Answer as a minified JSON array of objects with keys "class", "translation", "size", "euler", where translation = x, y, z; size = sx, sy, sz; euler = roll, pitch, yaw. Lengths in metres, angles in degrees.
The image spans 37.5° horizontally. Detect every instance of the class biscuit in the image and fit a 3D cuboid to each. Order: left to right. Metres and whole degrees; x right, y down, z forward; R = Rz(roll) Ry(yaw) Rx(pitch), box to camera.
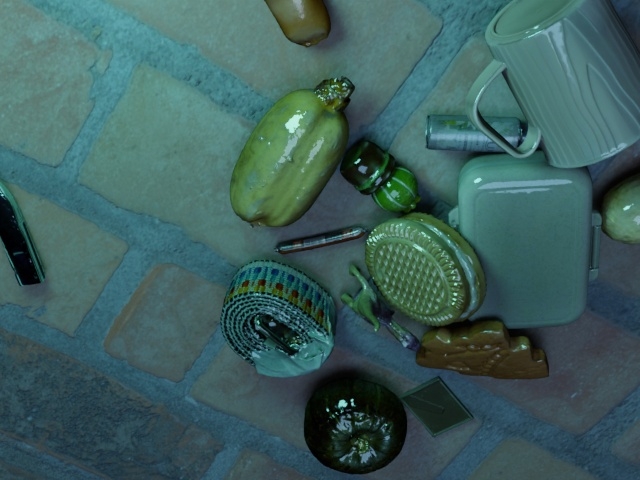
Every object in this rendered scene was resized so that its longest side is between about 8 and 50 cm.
[{"class":"biscuit","translation":[0.201,0.059,1.835],"size":[0.259,0.079,0.259],"euler":[30,140,29]},{"class":"biscuit","translation":[0.355,0.245,1.968],"size":[0.306,0.043,0.284],"euler":[18,152,-20]}]

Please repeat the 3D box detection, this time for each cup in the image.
[{"class":"cup","translation":[0.399,-0.273,1.599],"size":[0.288,0.208,0.273],"euler":[-24,118,26]}]

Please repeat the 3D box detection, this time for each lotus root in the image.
[{"class":"lotus root","translation":[-0.047,-0.167,1.726],"size":[0.169,0.151,0.342],"euler":[19,119,-27]}]

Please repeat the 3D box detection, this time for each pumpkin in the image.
[{"class":"pumpkin","translation":[0.076,0.416,2.086],"size":[0.238,0.159,0.238],"euler":[1,118,3]}]

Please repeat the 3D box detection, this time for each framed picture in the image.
[{"class":"framed picture","translation":[0.263,0.380,2.141],"size":[0.109,0.011,0.149],"euler":[-30,116,20]}]

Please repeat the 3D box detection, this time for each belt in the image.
[{"class":"belt","translation":[-0.084,0.168,1.941],"size":[0.257,0.150,0.207],"euler":[42,124,-20]}]

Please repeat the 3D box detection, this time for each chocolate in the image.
[{"class":"chocolate","translation":[0.659,-0.096,1.745],"size":[0.309,0.134,0.134],"euler":[-36,114,25]}]

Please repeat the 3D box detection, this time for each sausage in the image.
[{"class":"sausage","translation":[-0.081,-0.456,1.577],"size":[0.089,0.083,0.300],"euler":[-30,120,13]},{"class":"sausage","translation":[0.000,0.000,1.901],"size":[0.198,0.025,0.028],"euler":[-13,89,11]}]

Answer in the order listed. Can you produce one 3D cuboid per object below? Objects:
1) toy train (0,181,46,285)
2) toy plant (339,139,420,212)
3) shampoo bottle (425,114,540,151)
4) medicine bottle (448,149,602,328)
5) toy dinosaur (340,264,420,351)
[{"class":"toy train","translation":[-0.621,-0.027,1.907],"size":[0.055,0.048,0.251],"euler":[-6,117,13]},{"class":"toy plant","translation":[0.119,-0.114,1.783],"size":[0.162,0.092,0.093],"euler":[35,118,-22]},{"class":"shampoo bottle","translation":[0.302,-0.196,1.731],"size":[0.214,0.072,0.072],"euler":[2,123,1]},{"class":"medicine bottle","translation":[0.392,0.004,1.821],"size":[0.282,0.123,0.375],"euler":[-2,124,9]},{"class":"toy dinosaur","translation":[0.108,0.138,1.888],"size":[0.072,0.200,0.251],"euler":[-42,148,-4]}]
